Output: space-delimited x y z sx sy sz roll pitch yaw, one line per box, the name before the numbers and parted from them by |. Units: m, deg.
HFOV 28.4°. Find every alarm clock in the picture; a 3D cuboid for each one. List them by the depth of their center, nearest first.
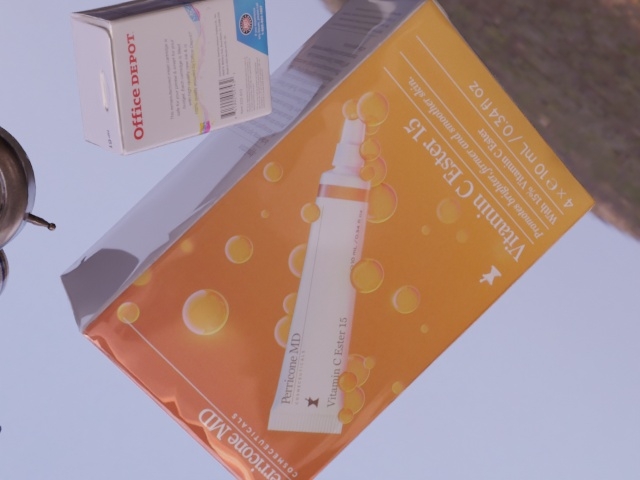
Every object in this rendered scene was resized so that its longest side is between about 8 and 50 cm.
alarm clock | -0.331 -0.061 1.114 0.192 0.129 0.064 57 -178 -6

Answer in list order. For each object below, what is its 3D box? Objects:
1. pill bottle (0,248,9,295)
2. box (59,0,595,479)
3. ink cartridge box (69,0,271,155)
pill bottle | -0.382 0.047 1.253 0.094 0.094 0.169 39 -164 -2
box | 0.000 0.000 0.991 0.215 0.345 0.168 47 177 -20
ink cartridge box | -0.096 -0.114 0.827 0.122 0.088 0.052 -21 -151 -37
